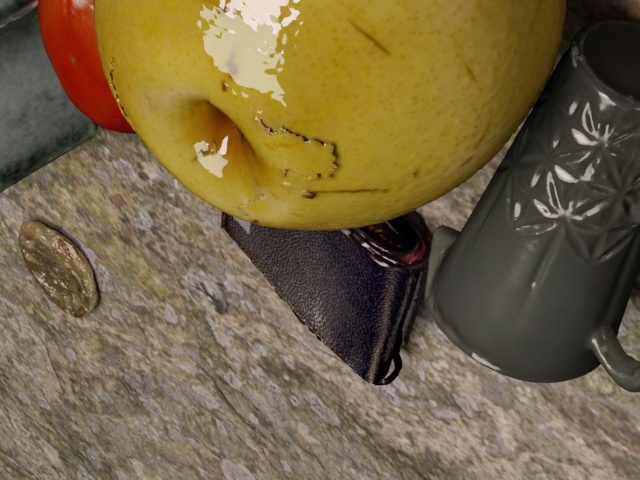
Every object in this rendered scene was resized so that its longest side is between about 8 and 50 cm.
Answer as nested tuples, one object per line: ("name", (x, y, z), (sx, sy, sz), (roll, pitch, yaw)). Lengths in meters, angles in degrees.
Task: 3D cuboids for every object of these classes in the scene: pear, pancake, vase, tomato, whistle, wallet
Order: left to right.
("whistle", (-0.359, -0.191, 1.631), (0.188, 0.168, 0.405), (48, 156, 18))
("pancake", (-0.350, 0.037, 2.028), (0.151, 0.025, 0.152), (33, 144, 28))
("tomato", (-0.158, -0.206, 1.399), (0.260, 0.180, 0.260), (34, 143, 30))
("wallet", (0.000, 0.000, 1.528), (0.262, 0.071, 0.221), (41, 152, 21))
("pear", (0.007, -0.178, 1.086), (0.348, 0.348, 0.348), (32, 144, 27))
("vase", (0.203, -0.019, 1.176), (0.251, 0.156, 0.301), (49, 144, 28))
